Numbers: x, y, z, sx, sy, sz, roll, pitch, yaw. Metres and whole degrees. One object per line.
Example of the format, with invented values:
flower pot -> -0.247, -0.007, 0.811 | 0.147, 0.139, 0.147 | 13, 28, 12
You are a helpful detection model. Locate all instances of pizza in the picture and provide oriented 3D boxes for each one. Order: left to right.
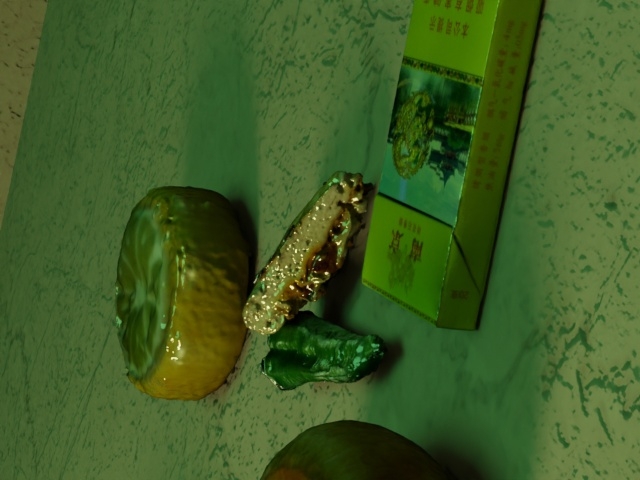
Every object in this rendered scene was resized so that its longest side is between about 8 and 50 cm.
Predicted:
pizza -> 0.001, 0.002, 1.924 | 0.194, 0.069, 0.154 | -52, 3, 40

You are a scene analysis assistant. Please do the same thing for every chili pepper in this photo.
chili pepper -> 0.012, 0.105, 1.882 | 0.227, 0.059, 0.088 | -8, 71, 66

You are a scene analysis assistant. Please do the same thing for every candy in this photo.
candy -> -0.164, 0.063, 2.274 | 0.260, 0.118, 0.260 | -178, 90, -68

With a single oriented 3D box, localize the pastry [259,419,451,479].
pastry -> 0.024, 0.324, 1.639 | 0.356, 0.163, 0.356 | -172, 90, -75

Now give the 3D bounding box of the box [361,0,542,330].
box -> 0.115, -0.102, 1.706 | 0.187, 0.047, 0.335 | -151, 70, -67
